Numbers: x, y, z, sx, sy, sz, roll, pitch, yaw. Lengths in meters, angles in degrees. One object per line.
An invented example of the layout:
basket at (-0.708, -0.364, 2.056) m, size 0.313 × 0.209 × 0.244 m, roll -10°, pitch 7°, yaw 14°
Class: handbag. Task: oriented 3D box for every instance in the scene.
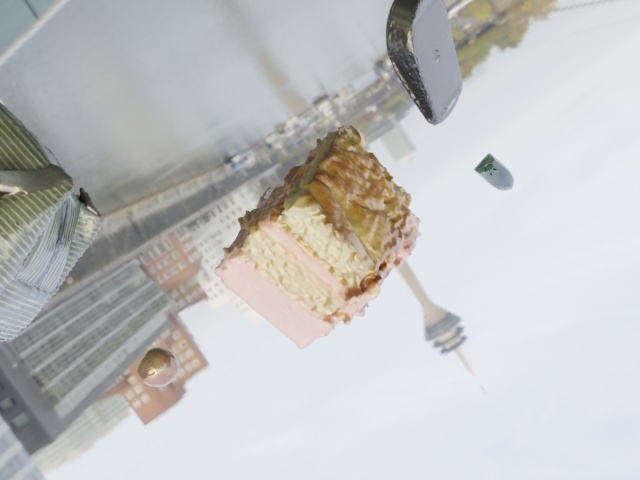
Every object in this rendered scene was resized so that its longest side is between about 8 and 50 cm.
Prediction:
handbag at (-0.438, -0.057, 0.948) m, size 0.240 × 0.341 × 0.247 m, roll -43°, pitch 176°, yaw -8°

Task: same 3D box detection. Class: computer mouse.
computer mouse at (0.205, -0.381, 1.622) m, size 0.087 × 0.295 × 0.168 m, roll 4°, pitch -136°, yaw 36°

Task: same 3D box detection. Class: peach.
peach at (-0.326, 0.257, 1.593) m, size 0.083 × 0.083 × 0.083 m, roll -33°, pitch -174°, yaw 4°

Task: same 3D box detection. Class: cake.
cake at (0.003, 0.003, 1.550) m, size 0.307 × 0.293 × 0.314 m, roll -39°, pitch -170°, yaw 36°

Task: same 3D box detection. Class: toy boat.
toy boat at (0.415, -0.153, 1.850) m, size 0.055 × 0.141 × 0.060 m, roll -49°, pitch -136°, yaw 12°
